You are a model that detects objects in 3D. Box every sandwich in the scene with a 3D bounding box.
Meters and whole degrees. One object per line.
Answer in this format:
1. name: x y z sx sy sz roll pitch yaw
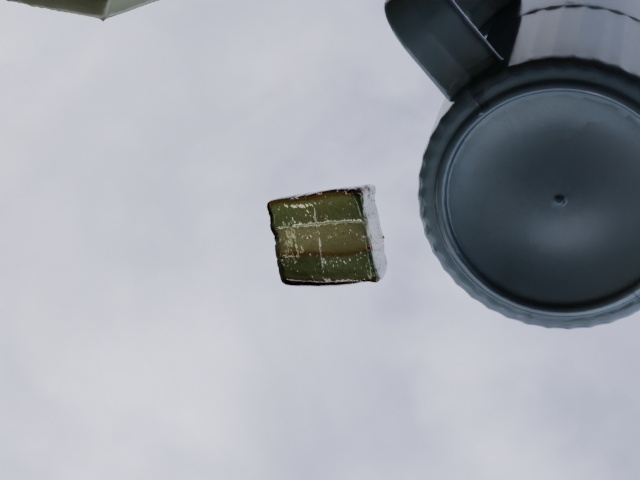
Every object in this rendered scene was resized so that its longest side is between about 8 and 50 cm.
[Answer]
1. sandwich: 0.000 0.000 1.539 0.144 0.117 0.187 -11 -177 7

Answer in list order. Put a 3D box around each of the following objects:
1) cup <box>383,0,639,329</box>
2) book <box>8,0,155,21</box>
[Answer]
1. cup: 0.223 -0.119 1.191 0.257 0.331 0.311 -7 -159 17
2. book: -0.190 -0.241 1.093 0.217 0.021 0.310 16 -155 18
